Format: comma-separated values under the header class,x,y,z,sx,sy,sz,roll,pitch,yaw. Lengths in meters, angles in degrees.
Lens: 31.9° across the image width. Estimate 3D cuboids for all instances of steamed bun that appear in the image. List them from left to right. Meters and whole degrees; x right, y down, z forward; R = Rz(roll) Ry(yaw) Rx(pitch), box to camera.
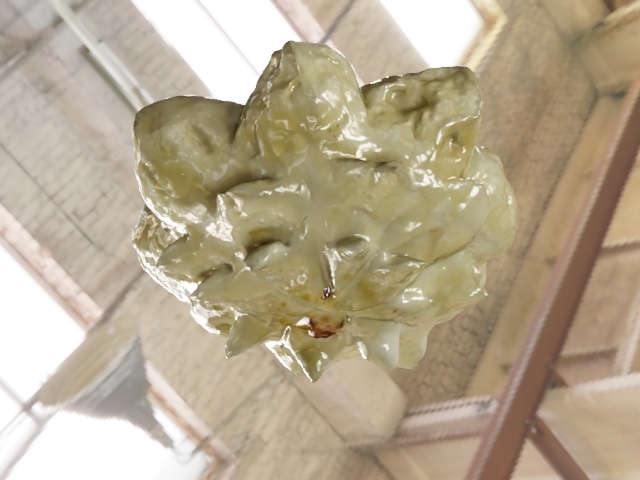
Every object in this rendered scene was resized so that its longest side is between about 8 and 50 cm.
class,x,y,z,sx,sy,sz,roll,pitch,yaw
steamed bun,0.000,0.000,0.771,0.295,0.292,0.137,-30,-138,35
